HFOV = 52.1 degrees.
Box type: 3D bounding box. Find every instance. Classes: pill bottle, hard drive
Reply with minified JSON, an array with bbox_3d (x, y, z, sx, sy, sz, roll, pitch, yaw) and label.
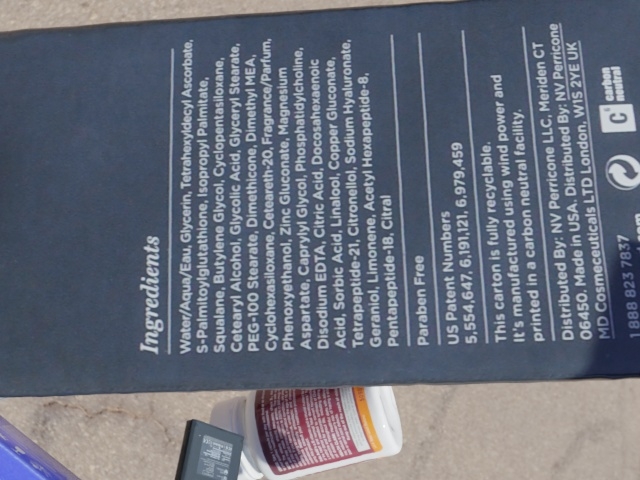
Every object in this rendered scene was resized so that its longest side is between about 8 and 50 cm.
[{"bbox_3d":[-0.033,0.410,1.474,0.224,0.392,0.224,-17,90,-79],"label":"pill bottle"},{"bbox_3d":[-0.156,0.327,0.905,0.094,0.022,0.135,32,48,-33],"label":"hard drive"}]

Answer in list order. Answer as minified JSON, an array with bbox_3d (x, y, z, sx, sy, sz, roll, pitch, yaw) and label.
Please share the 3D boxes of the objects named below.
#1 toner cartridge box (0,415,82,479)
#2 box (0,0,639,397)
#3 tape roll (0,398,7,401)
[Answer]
[{"bbox_3d":[-0.169,0.233,0.374,0.348,0.075,0.165,39,73,0],"label":"toner cartridge box"},{"bbox_3d":[0.000,0.000,0.479,0.396,0.293,0.212,-3,79,3],"label":"box"},{"bbox_3d":[-0.434,0.101,0.850,0.072,0.219,0.219,-15,102,-41],"label":"tape roll"}]
